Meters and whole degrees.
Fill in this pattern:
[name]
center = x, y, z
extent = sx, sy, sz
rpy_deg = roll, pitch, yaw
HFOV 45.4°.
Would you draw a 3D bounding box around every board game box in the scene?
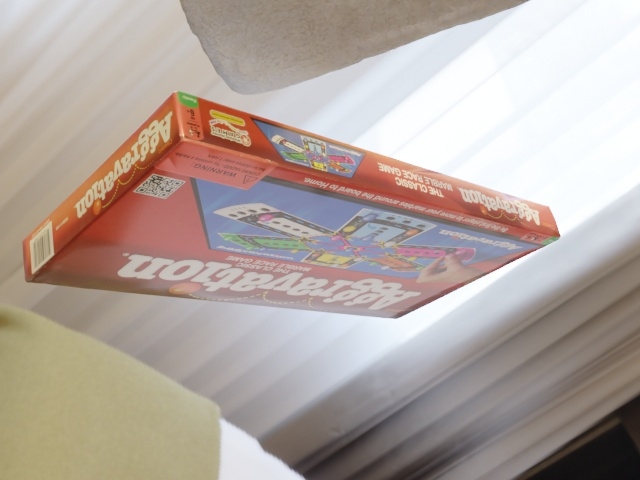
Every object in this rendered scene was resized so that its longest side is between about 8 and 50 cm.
[board game box]
center = 0.000, 0.000, 0.431
extent = 0.281, 0.145, 0.027
rpy_deg = 10, 59, -42

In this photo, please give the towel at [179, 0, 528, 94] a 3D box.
[towel]
center = 0.049, -0.171, 0.278
extent = 0.187, 0.282, 0.049
rpy_deg = 58, 22, -43
